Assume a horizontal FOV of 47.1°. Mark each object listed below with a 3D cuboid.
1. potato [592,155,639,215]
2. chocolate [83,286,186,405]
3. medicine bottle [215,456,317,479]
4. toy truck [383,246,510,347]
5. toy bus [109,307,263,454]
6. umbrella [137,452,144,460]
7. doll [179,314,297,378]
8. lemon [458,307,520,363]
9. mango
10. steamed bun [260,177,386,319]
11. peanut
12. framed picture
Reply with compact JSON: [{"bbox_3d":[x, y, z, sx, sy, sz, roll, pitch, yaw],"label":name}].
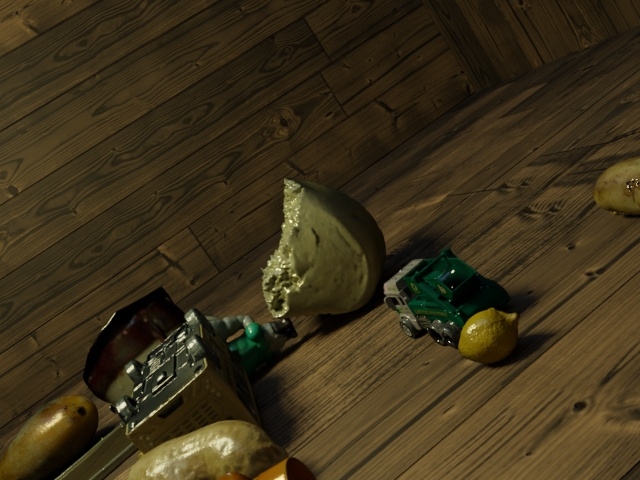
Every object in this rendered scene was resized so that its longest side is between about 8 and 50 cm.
[{"bbox_3d":[0.462,-0.080,1.042,0.107,0.080,0.170,-29,10,-23],"label":"potato"},{"bbox_3d":[-0.353,0.267,1.606,0.284,0.186,0.284,-52,-18,-25],"label":"chocolate"},{"bbox_3d":[-0.099,0.327,0.765,0.222,0.112,0.149,-32,9,7],"label":"medicine bottle"},{"bbox_3d":[0.176,0.077,1.098,0.110,0.116,0.216,-37,10,-17],"label":"toy truck"},{"bbox_3d":[-0.215,0.262,1.246,0.177,0.202,0.365,-40,12,-3],"label":"toy bus"},{"bbox_3d":[-0.305,0.381,1.433,0.040,0.037,0.144,-11,17,32],"label":"umbrella"},{"bbox_3d":[-0.182,0.238,1.514,0.258,0.195,0.153,-10,34,-27],"label":"doll"},{"bbox_3d":[0.213,0.119,0.919,0.092,0.065,0.065,-40,6,23],"label":"lemon"},{"bbox_3d":[-0.672,0.498,1.774,0.316,0.146,0.193,-40,1,2],"label":"mango"},{"bbox_3d":[0.000,0.000,1.513,0.273,0.272,0.290,-2,20,3],"label":"steamed bun"},{"bbox_3d":[-0.153,0.319,0.989,0.253,0.122,0.137,-27,20,16],"label":"peanut"},{"bbox_3d":[-0.509,0.501,1.569,0.315,0.024,0.232,-40,11,-29],"label":"framed picture"}]
